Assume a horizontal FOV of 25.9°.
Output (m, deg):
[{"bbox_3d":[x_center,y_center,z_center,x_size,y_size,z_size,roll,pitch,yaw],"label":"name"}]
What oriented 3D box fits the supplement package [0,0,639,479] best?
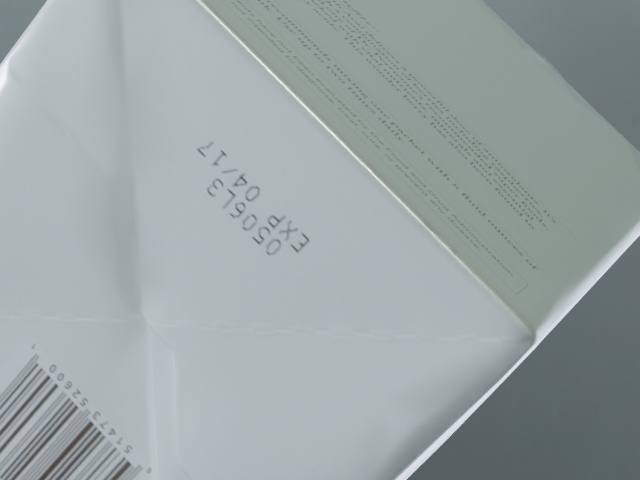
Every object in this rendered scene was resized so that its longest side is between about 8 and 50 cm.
[{"bbox_3d":[0.000,0.000,0.546,0.177,0.293,0.175,46,113,9],"label":"supplement package"}]
